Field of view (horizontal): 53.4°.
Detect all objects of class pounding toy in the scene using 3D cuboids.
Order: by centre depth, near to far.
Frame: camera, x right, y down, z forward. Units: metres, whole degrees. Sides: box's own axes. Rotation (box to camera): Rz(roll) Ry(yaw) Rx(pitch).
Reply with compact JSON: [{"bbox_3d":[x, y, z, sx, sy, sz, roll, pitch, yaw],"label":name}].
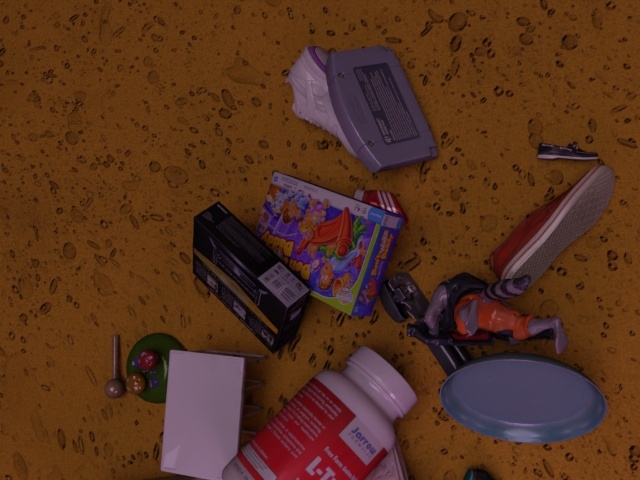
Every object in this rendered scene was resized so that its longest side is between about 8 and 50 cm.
[{"bbox_3d":[-0.466,0.332,1.633,0.237,0.110,0.182,-1,85,18],"label":"pounding toy"}]

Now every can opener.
[{"bbox_3d":[0.236,0.200,1.441,0.283,0.076,0.095,57,135,13],"label":"can opener"}]

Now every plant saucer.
[{"bbox_3d":[0.402,0.314,1.280,0.318,0.317,0.043,-1,45,19],"label":"plant saucer"}]

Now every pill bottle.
[{"bbox_3d":[0.009,0.428,1.357,0.229,0.229,0.408,42,76,17],"label":"pill bottle"}]

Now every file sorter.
[{"bbox_3d":[-0.243,0.402,1.518,0.193,0.173,0.277,2,86,19],"label":"file sorter"}]

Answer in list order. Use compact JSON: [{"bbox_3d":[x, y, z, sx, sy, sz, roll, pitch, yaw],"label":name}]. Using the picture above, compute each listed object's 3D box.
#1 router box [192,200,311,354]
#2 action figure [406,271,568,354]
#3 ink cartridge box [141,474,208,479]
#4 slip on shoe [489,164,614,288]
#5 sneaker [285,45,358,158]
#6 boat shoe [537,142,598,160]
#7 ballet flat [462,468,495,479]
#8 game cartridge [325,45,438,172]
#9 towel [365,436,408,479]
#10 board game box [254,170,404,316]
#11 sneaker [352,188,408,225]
[{"bbox_3d":[-0.172,0.092,1.490,0.309,0.243,0.081,42,58,16],"label":"router box"},{"bbox_3d":[0.362,0.134,1.285,0.342,0.330,0.178,-1,95,-12],"label":"action figure"},{"bbox_3d":[-0.445,0.665,1.539,0.306,0.226,0.131,-12,82,17],"label":"ink cartridge box"},{"bbox_3d":[0.487,-0.037,1.346,0.331,0.123,0.101,-47,41,4],"label":"slip on shoe"},{"bbox_3d":[0.023,-0.313,1.539,0.152,0.114,0.305,-37,77,37],"label":"sneaker"},{"bbox_3d":[0.534,-0.192,1.374,0.125,0.046,0.038,6,92,27],"label":"boat shoe"},{"bbox_3d":[0.304,0.629,1.364,0.096,0.095,0.280,29,95,4],"label":"ballet flat"},{"bbox_3d":[0.130,-0.302,1.454,0.198,0.062,0.297,-17,78,-22],"label":"game cartridge"},{"bbox_3d":[0.046,0.600,1.363,0.332,0.317,0.053,-33,117,13],"label":"towel"},{"bbox_3d":[0.000,0.000,1.450,0.347,0.078,0.233,23,98,39],"label":"board game box"},{"bbox_3d":[0.134,-0.012,1.472,0.128,0.087,0.221,2,87,20],"label":"sneaker"}]
